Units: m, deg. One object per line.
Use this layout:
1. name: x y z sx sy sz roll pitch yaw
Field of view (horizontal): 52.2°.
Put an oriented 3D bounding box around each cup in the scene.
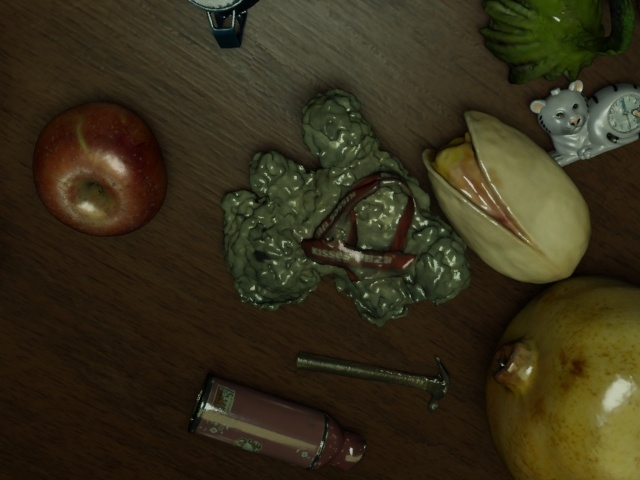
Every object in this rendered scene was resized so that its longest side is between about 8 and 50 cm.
1. cup: -0.133 -0.351 0.892 0.131 0.155 0.176 -4 112 1

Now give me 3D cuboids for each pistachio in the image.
1. pistachio: 0.289 -0.056 1.012 0.299 0.187 0.187 42 106 -13

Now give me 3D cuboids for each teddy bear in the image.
1. teddy bear: 0.000 0.000 1.022 0.367 0.224 0.357 -35 95 15

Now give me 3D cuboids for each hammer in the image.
1. hammer: 0.098 0.251 1.224 0.297 0.027 0.125 11 113 -6

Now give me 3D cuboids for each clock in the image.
1. clock: 0.423 -0.199 1.014 0.176 0.080 0.117 -21 111 9

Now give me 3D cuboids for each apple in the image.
1. apple: -0.328 -0.110 0.992 0.201 0.162 0.201 -1 125 -1

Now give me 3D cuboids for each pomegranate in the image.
1. pomegranate: 0.446 0.239 1.034 0.417 0.416 0.416 -1 113 -1

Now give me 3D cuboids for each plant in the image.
1. plant: 0.305 -0.265 0.861 0.180 0.333 0.251 -19 126 22

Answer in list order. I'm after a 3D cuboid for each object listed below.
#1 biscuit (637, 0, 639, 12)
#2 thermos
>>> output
1. biscuit: 0.496 -0.395 0.926 0.236 0.039 0.180 29 121 -28
2. thermos: -0.076 0.364 1.221 0.330 0.109 0.136 21 110 -11
